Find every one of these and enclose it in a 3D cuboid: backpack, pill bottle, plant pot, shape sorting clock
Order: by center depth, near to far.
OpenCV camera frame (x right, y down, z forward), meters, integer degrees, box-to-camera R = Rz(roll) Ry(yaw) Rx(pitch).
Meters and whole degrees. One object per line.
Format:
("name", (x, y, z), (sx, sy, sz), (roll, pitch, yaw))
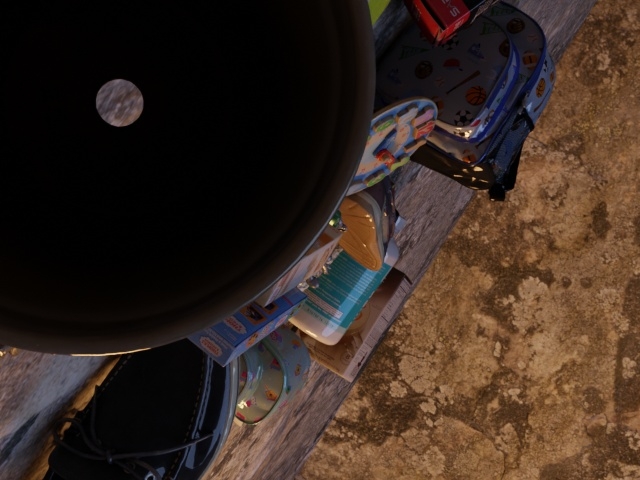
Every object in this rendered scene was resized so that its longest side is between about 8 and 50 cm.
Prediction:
("plant pot", (-0.139, -0.101, 0.848), (0.323, 0.323, 0.280), (-53, -175, 0))
("shape sorting clock", (0.081, -0.127, 1.818), (0.206, 0.040, 0.206), (-35, 161, -14))
("backpack", (0.220, -0.242, 1.968), (0.263, 0.276, 0.213), (-54, 156, -14))
("backpack", (-0.118, 0.185, 1.979), (0.166, 0.188, 0.144), (-59, 168, 29))
("pill bottle", (0.042, 0.045, 2.318), (0.264, 0.146, 0.146), (-54, 169, 5))

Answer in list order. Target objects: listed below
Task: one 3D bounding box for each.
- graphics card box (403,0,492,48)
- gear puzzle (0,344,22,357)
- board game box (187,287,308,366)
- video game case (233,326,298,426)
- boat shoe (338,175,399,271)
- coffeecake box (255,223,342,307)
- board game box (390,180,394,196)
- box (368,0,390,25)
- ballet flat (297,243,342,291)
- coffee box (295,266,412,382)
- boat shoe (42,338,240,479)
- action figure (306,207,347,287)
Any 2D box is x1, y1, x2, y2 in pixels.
("graphics card box", (0.280, -0.407, 1.711), (0.371, 0.094, 0.233), (-35, -179, 4))
("gear puzzle", (-0.266, 0.053, 1.344), (0.175, 0.044, 0.339), (-49, 168, -23))
("board game box", (-0.128, 0.066, 1.653), (0.039, 0.160, 0.211), (-57, 168, 25))
("video game case", (-0.077, 0.255, 2.780), (0.285, 0.025, 0.204), (-45, 166, -35))
("boat shoe", (0.079, -0.035, 2.053), (0.092, 0.103, 0.285), (-51, 163, -14))
("coffeecake box", (-0.076, -0.002, 1.702), (0.068, 0.142, 0.185), (-59, 168, 25))
("board game box", (0.054, 0.009, 2.566), (0.281, 0.027, 0.145), (-52, 170, -9))
("box", (0.052, -0.310, 1.549), (0.109, 0.042, 0.178), (-55, 169, 5))
("ballet flat", (0.004, -0.010, 2.188), (0.241, 0.091, 0.077), (-53, 140, -27))
("coffee box", (0.064, 0.149, 2.673), (0.246, 0.141, 0.098), (-59, 161, -5))
("boat shoe", (-0.259, 0.292, 1.703), (0.500, 0.187, 0.156), (-61, 161, 11))
("action figure", (0.000, 0.000, 1.900), (0.232, 0.063, 0.137), (106, 8, -69))
